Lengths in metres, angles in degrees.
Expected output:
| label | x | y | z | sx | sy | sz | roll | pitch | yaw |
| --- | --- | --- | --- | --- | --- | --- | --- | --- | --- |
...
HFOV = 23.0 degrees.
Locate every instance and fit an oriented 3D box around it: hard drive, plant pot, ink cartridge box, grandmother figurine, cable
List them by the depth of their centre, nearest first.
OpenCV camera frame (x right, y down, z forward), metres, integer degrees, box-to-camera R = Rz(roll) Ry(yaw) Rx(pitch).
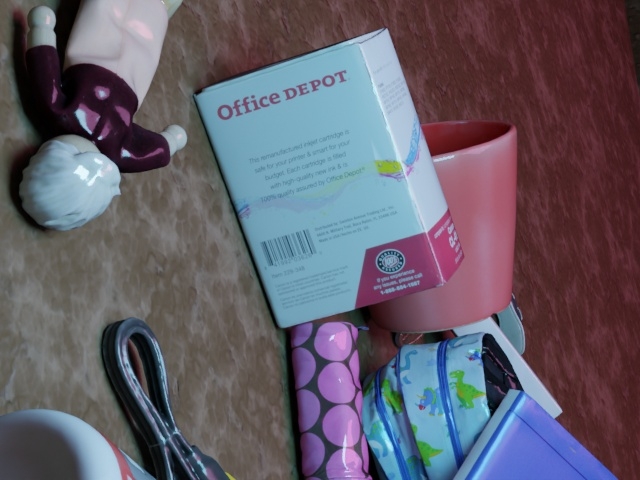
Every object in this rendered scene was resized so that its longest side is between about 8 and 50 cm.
| label | x | y | z | sx | sy | sz | roll | pitch | yaw |
| --- | --- | --- | --- | --- | --- | --- | --- | --- | --- |
| cable | -0.156 | 0.221 | 1.573 | 0.287 | 0.072 | 0.139 | 56 | 44 | -12 |
| grandmother figurine | -0.220 | -0.144 | 1.576 | 0.208 | 0.104 | 0.342 | 31 | 44 | -20 |
| ink cartridge box | 0.015 | -0.075 | 1.888 | 0.131 | 0.226 | 0.306 | -37 | 111 | -66 |
| hard drive | 0.221 | 0.371 | 1.907 | 0.210 | 0.040 | 0.318 | 43 | 71 | -25 |
| plant pot | 0.147 | -0.018 | 2.134 | 0.275 | 0.275 | 0.243 | -39 | 121 | -65 |

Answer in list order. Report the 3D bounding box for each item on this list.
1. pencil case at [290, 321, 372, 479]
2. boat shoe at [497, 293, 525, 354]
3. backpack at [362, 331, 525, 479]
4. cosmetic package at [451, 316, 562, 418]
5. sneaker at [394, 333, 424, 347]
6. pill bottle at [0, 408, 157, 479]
| label | x | y | z | sx | sy | sz | roll | pitch | yaw |
| --- | --- | --- | --- | --- | --- | --- | --- | --- | --- |
| pencil case | 0.017 | 0.202 | 1.899 | 0.098 | 0.095 | 0.209 | 64 | 21 | -66 |
| boat shoe | 0.322 | 0.135 | 2.682 | 0.038 | 0.046 | 0.125 | -11 | 78 | -62 |
| backpack | 0.192 | 0.294 | 2.067 | 0.290 | 0.273 | 0.355 | -71 | 160 | -57 |
| cosmetic package | 0.264 | 0.174 | 2.371 | 0.239 | 0.060 | 0.099 | 52 | 2 | -5 |
| sneaker | 0.127 | 0.102 | 2.276 | 0.118 | 0.067 | 0.042 | -53 | 133 | -24 |
| pill bottle | -0.161 | 0.306 | 1.273 | 0.363 | 0.210 | 0.210 | 49 | 34 | -45 |
